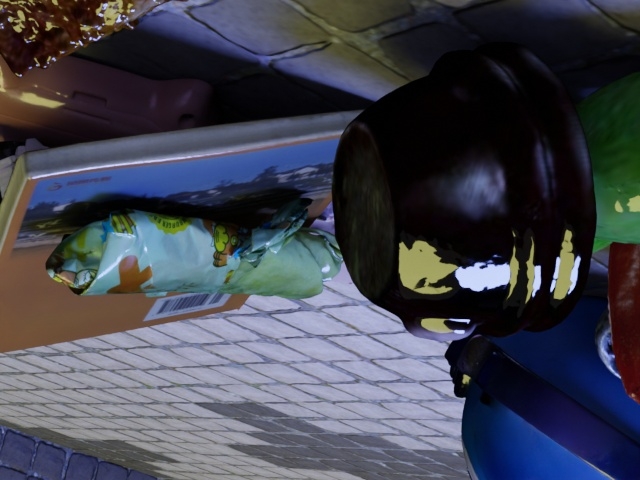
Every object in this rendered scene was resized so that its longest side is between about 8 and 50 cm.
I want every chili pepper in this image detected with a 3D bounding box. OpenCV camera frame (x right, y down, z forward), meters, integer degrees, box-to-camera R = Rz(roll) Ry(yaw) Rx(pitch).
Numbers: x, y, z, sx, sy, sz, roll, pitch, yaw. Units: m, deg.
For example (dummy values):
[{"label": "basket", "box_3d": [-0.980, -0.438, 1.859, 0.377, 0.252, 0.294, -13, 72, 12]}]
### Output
[{"label": "chili pepper", "box_3d": [0.232, 0.040, 0.921, 0.065, 0.169, 0.088, 17, 159, -14]}]

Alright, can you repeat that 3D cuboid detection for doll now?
[{"label": "doll", "box_3d": [0.247, 0.173, 1.223, 0.284, 0.240, 0.310, 35, -174, 21]}]

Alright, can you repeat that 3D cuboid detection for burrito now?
[{"label": "burrito", "box_3d": [-0.065, 0.005, 0.971, 0.104, 0.054, 0.288, -32, 158, 32]}]

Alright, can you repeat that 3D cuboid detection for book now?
[{"label": "book", "box_3d": [-0.128, 0.004, 1.031, 0.263, 0.028, 0.374, -8, 160, -25]}]

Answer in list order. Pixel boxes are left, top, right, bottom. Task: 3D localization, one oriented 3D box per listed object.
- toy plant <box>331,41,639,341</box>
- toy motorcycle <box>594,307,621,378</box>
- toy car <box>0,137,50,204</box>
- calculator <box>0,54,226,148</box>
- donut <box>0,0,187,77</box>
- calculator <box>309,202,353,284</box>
[{"label": "toy plant", "box_3d": [0.135, -0.036, 0.802, 0.235, 0.175, 0.218, -11, 175, -17]}, {"label": "toy motorcycle", "box_3d": [0.385, 0.090, 1.004, 0.341, 0.108, 0.223, 21, 137, 6]}, {"label": "toy car", "box_3d": [-0.233, -0.024, 1.050, 0.070, 0.080, 0.171, -9, 167, -24]}, {"label": "calculator", "box_3d": [-0.185, -0.066, 1.094, 0.220, 0.048, 0.329, 14, 161, -5]}, {"label": "donut", "box_3d": [-0.150, -0.174, 0.667, 0.126, 0.144, 0.186, -14, 117, 44]}, {"label": "calculator", "box_3d": [0.000, 0.000, 1.183, 0.100, 0.032, 0.175, 11, 162, 11]}]
